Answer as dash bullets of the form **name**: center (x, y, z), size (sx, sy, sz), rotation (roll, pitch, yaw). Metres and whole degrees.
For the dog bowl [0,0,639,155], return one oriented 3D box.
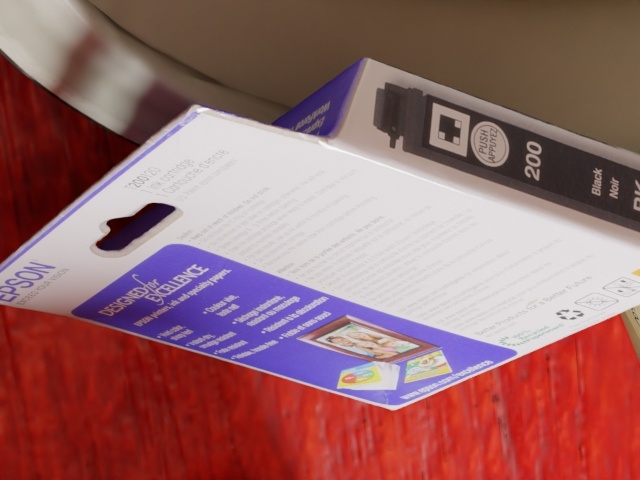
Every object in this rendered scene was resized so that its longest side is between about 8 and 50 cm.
- **dog bowl**: center (0.084, -0.146, 0.560), size (0.408, 0.408, 0.150), rotation (17, 63, -26)

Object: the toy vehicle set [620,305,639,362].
- **toy vehicle set**: center (0.216, -0.002, 0.835), size (0.166, 0.035, 0.267), rotation (-31, 115, -11)

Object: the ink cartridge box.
- **ink cartridge box**: center (0.000, 0.000, 0.664), size (0.208, 0.206, 0.045), rotation (16, 64, -27)
